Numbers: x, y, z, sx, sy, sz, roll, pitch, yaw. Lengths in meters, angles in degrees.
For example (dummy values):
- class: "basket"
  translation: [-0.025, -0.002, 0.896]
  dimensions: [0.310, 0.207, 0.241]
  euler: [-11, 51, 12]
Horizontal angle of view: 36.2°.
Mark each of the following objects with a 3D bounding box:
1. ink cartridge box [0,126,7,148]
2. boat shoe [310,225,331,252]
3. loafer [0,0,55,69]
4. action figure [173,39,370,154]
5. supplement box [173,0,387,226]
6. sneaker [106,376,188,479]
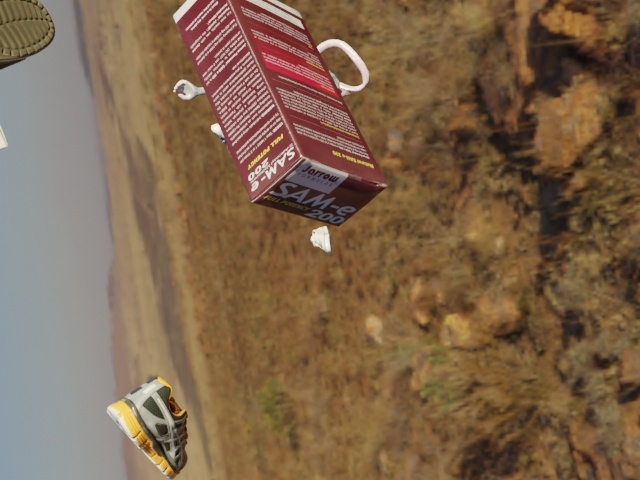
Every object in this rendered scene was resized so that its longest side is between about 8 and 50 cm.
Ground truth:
- class: "ink cartridge box"
  translation: [-0.766, -0.200, 2.035]
  dimensions: [0.212, 0.154, 0.093]
  euler: [-5, 109, 56]
- class: "boat shoe"
  translation: [0.000, 0.000, 1.803]
  dimensions: [0.100, 0.035, 0.035]
  euler: [-105, 4, -68]
- class: "loafer"
  translation: [-0.503, -0.283, 1.402]
  dimensions: [0.092, 0.268, 0.102]
  euler: [-10, 107, 43]
- class: "action figure"
  translation: [-0.121, -0.305, 2.072]
  dimensions: [0.248, 0.276, 0.370]
  euler: [57, 147, 3]
- class: "supplement box"
  translation: [-0.041, -0.137, 0.946]
  dimensions: [0.073, 0.130, 0.239]
  euler: [-40, 58, 27]
- class: "sneaker"
  translation: [-0.215, 0.258, 1.340]
  dimensions: [0.084, 0.083, 0.215]
  euler: [38, 162, 25]
